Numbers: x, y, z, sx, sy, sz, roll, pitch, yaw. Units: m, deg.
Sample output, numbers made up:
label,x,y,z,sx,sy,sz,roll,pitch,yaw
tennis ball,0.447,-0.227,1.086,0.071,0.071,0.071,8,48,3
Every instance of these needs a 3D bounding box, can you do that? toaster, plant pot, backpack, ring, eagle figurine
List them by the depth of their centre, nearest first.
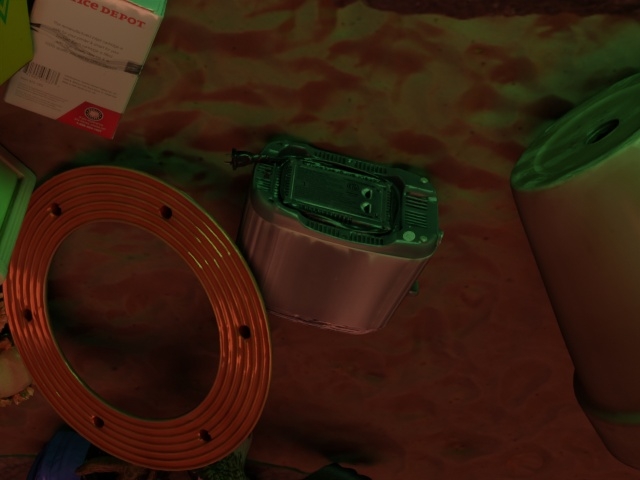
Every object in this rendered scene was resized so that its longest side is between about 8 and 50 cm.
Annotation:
label,x,y,z,sx,sy,sz,roll,pitch,yaw
plant pot,0.329,0.005,1.166,0.323,0.323,0.280,-30,107,24
toaster,0.000,0.000,1.262,0.227,0.129,0.146,13,131,-8
ring,-0.190,0.081,1.304,0.336,0.032,0.337,11,114,25
eagle figurine,-0.093,0.307,1.468,0.298,0.226,0.225,40,80,-34
backpack,-0.304,0.292,1.530,0.101,0.098,0.120,3,130,4

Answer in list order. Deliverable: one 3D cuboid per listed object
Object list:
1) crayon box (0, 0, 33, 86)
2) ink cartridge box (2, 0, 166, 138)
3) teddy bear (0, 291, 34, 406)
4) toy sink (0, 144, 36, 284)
label,x,y,z,sx,sy,sz,roll,pitch,yaw
crayon box,-0.356,-0.249,1.063,0.202,0.081,0.319,16,131,15
ink cartridge box,-0.215,-0.182,1.161,0.109,0.063,0.150,20,127,-13
teddy bear,-0.480,0.147,1.428,0.338,0.113,0.245,-35,128,18
toy sink,-0.381,-0.012,1.197,0.131,0.234,0.153,-31,121,25
